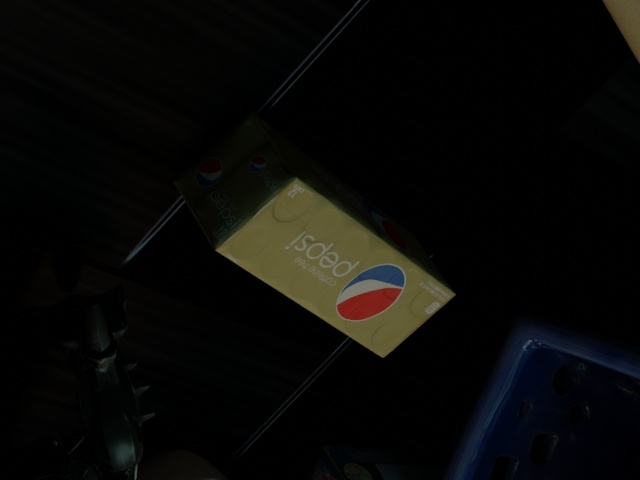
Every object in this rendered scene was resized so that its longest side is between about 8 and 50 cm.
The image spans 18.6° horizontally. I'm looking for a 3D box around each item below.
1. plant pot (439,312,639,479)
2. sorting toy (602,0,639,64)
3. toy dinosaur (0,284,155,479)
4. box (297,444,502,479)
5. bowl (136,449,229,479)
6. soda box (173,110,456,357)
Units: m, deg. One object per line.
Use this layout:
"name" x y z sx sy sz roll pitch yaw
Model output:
"plant pot" 0.221 0.207 1.298 0.212 0.236 0.236 29 83 -56
"sorting toy" 0.247 -0.180 1.086 0.196 0.047 0.348 -38 143 5
"toy dinosaur" -0.140 0.145 1.008 0.322 0.218 0.164 -10 -177 44
"box" 0.012 0.243 1.379 0.159 0.044 0.233 7 127 -41
"bowl" -0.110 0.193 1.230 0.142 0.053 0.142 -33 143 -2
"soda box" 0.000 0.000 1.095 0.061 0.058 0.181 -42 143 10
